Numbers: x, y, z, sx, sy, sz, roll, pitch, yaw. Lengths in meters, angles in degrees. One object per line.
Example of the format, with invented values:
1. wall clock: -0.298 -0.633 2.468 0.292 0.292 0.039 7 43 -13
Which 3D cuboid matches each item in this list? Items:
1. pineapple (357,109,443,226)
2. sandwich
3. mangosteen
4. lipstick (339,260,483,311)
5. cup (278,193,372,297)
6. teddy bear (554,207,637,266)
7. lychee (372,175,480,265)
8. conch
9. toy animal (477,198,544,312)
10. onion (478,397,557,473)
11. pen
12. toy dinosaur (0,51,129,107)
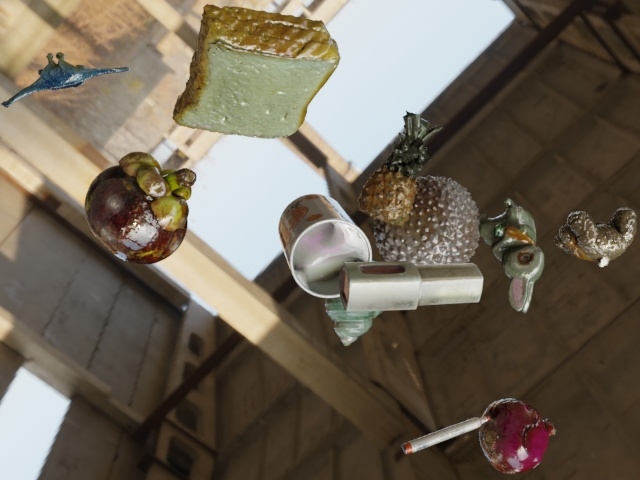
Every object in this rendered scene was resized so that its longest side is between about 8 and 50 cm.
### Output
1. pineapple: 0.175 -0.158 1.691 0.248 0.128 0.128 -66 -162 1
2. sandwich: -0.106 -0.259 1.251 0.251 0.226 0.087 131 -44 -58
3. mangosteen: -0.307 -0.065 1.380 0.217 0.192 0.192 -37 -160 14
4. lipstick: 0.165 0.082 1.411 0.079 0.253 0.077 -108 -160 -60
5. cup: 0.000 0.000 2.096 0.212 0.212 0.317 -47 -160 6
6. teddy bear: 0.665 -0.007 1.897 0.177 0.140 0.190 -7 -179 -7
7. lychee: 0.292 -0.032 2.064 0.300 0.300 0.300 -43 -162 18
8. conch: 0.110 0.173 2.261 0.220 0.196 0.277 164 -59 -68
9. toy animal: 0.437 0.036 1.693 0.125 0.127 0.251 110 -25 -51
10. onion: 0.476 0.448 1.790 0.198 0.173 0.135 -9 179 -17
11. pen: 0.277 0.421 1.691 0.218 0.026 0.026 -16 -171 -17
12. toy dinosaur: -0.722 -0.464 2.182 0.363 0.076 0.147 -16 -129 -7
